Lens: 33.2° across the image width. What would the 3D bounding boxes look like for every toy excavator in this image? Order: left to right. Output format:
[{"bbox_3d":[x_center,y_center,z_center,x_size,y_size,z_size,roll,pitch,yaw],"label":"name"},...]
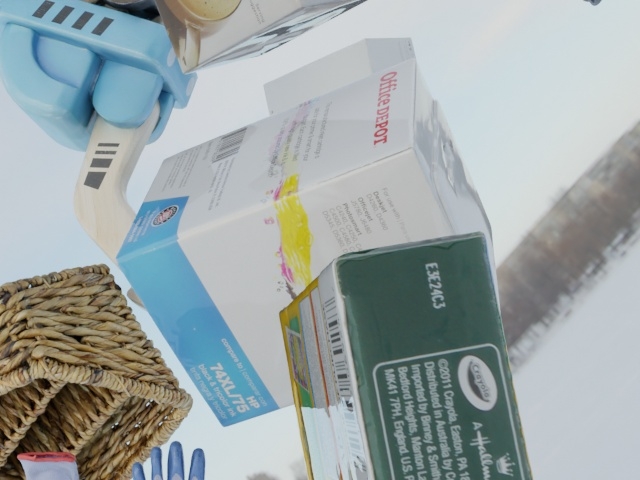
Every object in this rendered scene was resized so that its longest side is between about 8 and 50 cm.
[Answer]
[{"bbox_3d":[-0.280,-0.162,1.413,0.222,0.433,0.445,64,-135,-76],"label":"toy excavator"}]

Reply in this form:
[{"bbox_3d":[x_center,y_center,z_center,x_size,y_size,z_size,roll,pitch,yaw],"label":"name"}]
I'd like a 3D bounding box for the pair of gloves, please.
[{"bbox_3d":[-0.170,0.245,0.923,0.023,0.198,0.159,-95,3,-67],"label":"pair of gloves"}]

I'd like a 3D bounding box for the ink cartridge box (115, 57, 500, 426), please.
[{"bbox_3d":[0.000,0.000,0.961,0.270,0.197,0.198,-20,26,17],"label":"ink cartridge box"}]

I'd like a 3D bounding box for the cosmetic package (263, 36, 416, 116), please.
[{"bbox_3d":[0.026,-0.243,1.604,0.099,0.060,0.239,-13,-1,-42],"label":"cosmetic package"}]

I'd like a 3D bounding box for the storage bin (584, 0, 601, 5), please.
[{"bbox_3d":[0.264,-0.333,1.177,0.135,0.091,0.098,24,-89,-57],"label":"storage bin"}]

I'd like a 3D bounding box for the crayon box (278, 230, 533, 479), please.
[{"bbox_3d":[0.042,0.121,0.656,0.083,0.203,0.323,-9,-7,-9],"label":"crayon box"}]

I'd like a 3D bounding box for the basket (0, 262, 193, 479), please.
[{"bbox_3d":[-0.335,0.207,1.265,0.213,0.223,0.299,-13,-27,-52],"label":"basket"}]

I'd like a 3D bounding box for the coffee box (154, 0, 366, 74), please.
[{"bbox_3d":[-0.087,-0.320,0.942,0.168,0.297,0.119,-17,5,44],"label":"coffee box"}]
